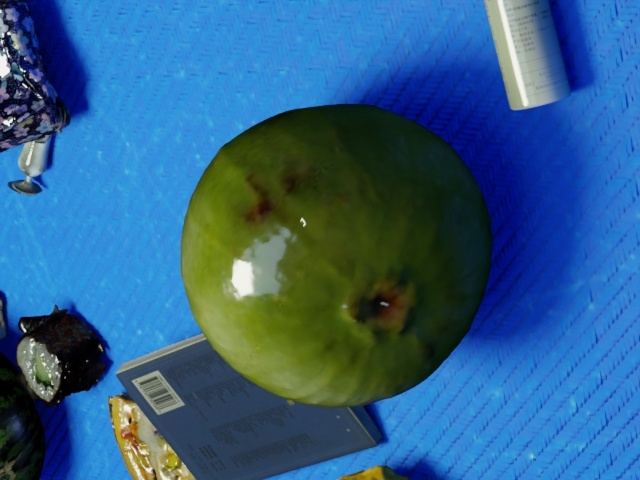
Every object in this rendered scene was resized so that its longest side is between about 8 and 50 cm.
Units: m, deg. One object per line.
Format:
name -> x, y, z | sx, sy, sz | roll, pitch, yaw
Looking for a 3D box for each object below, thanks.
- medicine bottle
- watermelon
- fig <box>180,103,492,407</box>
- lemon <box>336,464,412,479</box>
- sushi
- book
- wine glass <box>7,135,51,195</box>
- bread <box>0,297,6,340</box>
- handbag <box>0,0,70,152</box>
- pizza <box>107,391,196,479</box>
medicine bottle -> 0.173, -0.236, 1.548 | 0.059, 0.059, 0.231 | -8, 100, 41
watermelon -> -0.473, 0.246, 2.135 | 0.269, 0.269, 0.269 | 15, 115, 35
fig -> 0.000, 0.000, 1.643 | 0.316, 0.316, 0.316 | 15, 115, 35
lemon -> 0.053, 0.325, 1.802 | 0.142, 0.142, 0.187 | 14, 113, 36
sushi -> -0.320, 0.143, 2.080 | 0.098, 0.084, 0.094 | 45, 133, 24
book -> -0.083, 0.181, 1.891 | 0.269, 0.025, 0.191 | -22, 111, 39
wine glass -> -0.346, -0.097, 2.040 | 0.042, 0.039, 0.083 | 18, 119, 0
bread -> -0.455, 0.090, 2.193 | 0.106, 0.053, 0.072 | 14, 118, 30
handbag -> -0.404, -0.201, 1.991 | 0.228, 0.126, 0.208 | -16, 84, 39
pizza -> -0.172, 0.259, 2.032 | 0.176, 0.036, 0.185 | -16, 96, 42
